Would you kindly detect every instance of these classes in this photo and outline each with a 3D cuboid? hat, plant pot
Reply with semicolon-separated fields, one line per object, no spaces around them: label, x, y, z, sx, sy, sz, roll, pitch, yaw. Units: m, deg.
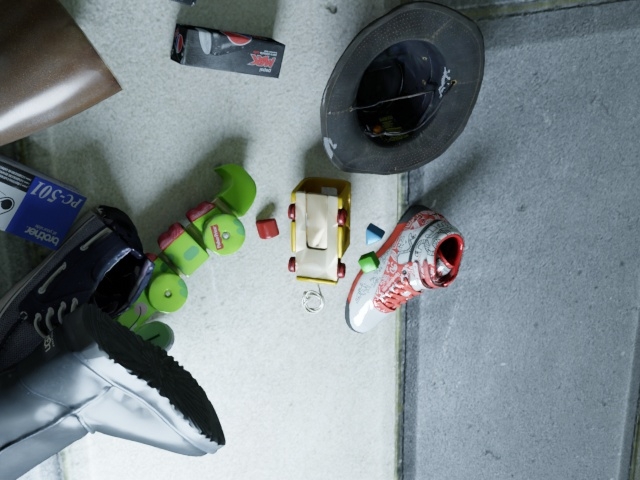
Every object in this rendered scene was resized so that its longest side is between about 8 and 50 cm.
hat;0.116;-0.269;1.733;0.331;0.134;0.331;-16;136;-16
plant pot;-0.423;-0.223;1.407;0.230;0.215;0.215;-37;124;-5

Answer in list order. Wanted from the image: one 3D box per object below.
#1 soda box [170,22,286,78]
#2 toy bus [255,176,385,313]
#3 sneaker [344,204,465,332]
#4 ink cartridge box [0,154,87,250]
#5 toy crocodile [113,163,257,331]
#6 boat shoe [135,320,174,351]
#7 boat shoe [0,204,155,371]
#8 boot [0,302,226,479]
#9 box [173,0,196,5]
soda box;-0.142;-0.293;1.625;0.169;0.053;0.060;2;110;-31
toy bus;0.005;-0.010;1.803;0.202;0.104;0.191;-39;98;28
sneaker;0.154;0.072;1.896;0.090;0.145;0.270;31;94;-35
ink cartridge box;-0.455;-0.066;1.536;0.207;0.046;0.097;25;98;-43
toy crocodile;-0.226;0.021;1.681;0.340;0.115;0.105;-46;106;-7
boat shoe;-0.341;0.205;1.714;0.226;0.083;0.076;-19;159;-7
boat shoe;-0.391;0.108;1.594;0.127;0.158;0.340;36;91;-36
boot;-0.421;0.318;1.608;0.445;0.146;0.367;-35;128;9
box;-0.276;-0.469;1.467;0.270;0.060;0.216;10;106;-32
